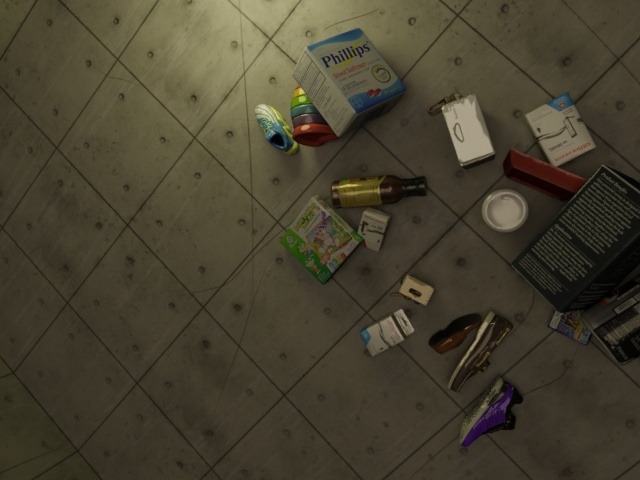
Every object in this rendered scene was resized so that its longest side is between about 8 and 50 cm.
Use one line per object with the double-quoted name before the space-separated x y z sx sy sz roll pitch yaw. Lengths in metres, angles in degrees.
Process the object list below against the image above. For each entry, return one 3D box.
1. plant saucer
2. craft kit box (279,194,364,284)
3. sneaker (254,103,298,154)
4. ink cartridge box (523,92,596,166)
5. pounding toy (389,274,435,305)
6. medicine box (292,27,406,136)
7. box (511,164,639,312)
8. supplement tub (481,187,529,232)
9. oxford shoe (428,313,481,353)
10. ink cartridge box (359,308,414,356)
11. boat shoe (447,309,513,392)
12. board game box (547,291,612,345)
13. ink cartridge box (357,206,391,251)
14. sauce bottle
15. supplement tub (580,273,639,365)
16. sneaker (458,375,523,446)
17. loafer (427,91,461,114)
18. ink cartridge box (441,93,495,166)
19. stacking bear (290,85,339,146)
"plant saucer" 0.707 -0.198 1.708 0.258 0.258 0.048 26 94 13
"craft kit box" 0.000 0.000 2.023 0.246 0.061 0.250 45 121 12
"sneaker" -0.179 -0.431 2.035 0.091 0.126 0.240 -44 82 16
"ink cartridge box" 0.787 -0.356 1.762 0.148 0.086 0.203 -28 86 17
"pounding toy" 0.330 0.187 1.940 0.141 0.130 0.100 27 90 13
"medicine box" 0.099 -0.550 1.854 0.289 0.263 0.149 54 149 6
"box" 0.831 0.006 1.608 0.396 0.293 0.212 -55 53 26
"supplement tub" 0.611 -0.102 1.779 0.144 0.199 0.145 2 96 17
"oxford shoe" 0.498 0.338 1.932 0.212 0.076 0.076 -37 109 19
"ink cartridge box" 0.249 0.344 2.004 0.180 0.060 0.104 -32 85 17
"boat shoe" 0.559 0.408 1.888 0.096 0.116 0.325 30 97 16
"board game box" 0.863 0.228 1.786 0.136 0.035 0.201 29 105 42
"ink cartridge box" 0.193 -0.041 1.968 0.099 0.056 0.135 21 121 15
"sauce bottle" 0.212 -0.181 1.947 0.344 0.111 0.112 -4 94 16
"supplement tub" 0.973 0.215 1.607 0.316 0.193 0.194 -38 83 14
"sneaker" 0.611 0.639 1.896 0.146 0.102 0.294 33 103 11
"loafer" 0.437 -0.481 1.884 0.125 0.039 0.045 -28 86 18
"ink cartridge box" 0.490 -0.348 1.757 0.114 0.273 0.199 -19 89 18
"stacking bear" -0.031 -0.514 1.966 0.175 0.164 0.289 -11 79 51
